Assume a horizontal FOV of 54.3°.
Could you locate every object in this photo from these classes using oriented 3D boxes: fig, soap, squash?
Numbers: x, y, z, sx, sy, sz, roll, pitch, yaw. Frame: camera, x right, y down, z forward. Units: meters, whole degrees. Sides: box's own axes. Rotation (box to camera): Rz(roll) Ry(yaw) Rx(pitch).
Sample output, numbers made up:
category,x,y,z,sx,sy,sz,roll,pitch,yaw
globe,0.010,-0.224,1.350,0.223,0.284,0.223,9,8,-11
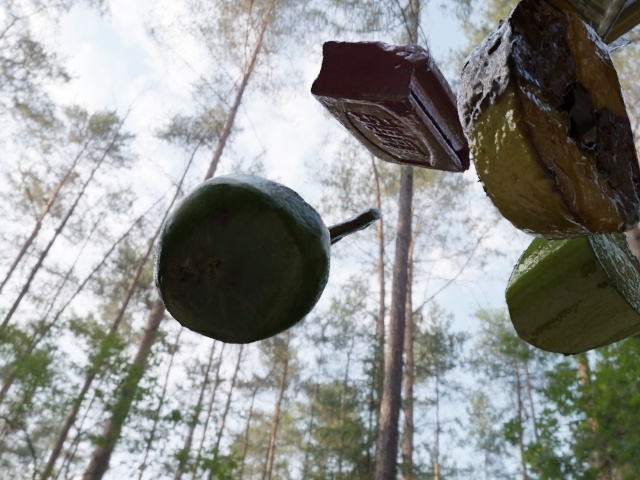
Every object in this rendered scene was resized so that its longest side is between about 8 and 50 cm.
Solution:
category,x,y,z,sx,sy,sz,roll,pitch,yaw
fig,-0.083,0.012,0.776,0.203,0.235,0.203,1,-81,6
soap,0.167,-0.275,1.316,0.233,0.128,0.359,13,-10,33
squash,0.404,0.062,1.003,0.204,0.236,0.155,-7,-22,-45

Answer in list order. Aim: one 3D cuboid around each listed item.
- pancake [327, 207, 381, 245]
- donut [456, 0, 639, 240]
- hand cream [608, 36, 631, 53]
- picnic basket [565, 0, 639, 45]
category,x,y,z,sx,sy,sz,roll,pitch,yaw
pancake,0.000,0.000,1.460,0.294,0.294,0.049,-27,-88,28
donut,0.170,-0.086,0.467,0.166,0.184,0.073,-10,-9,-42
hand cream,0.510,-0.379,1.157,0.085,0.331,0.058,-30,-99,32
picnic basket,0.323,-0.373,0.592,0.228,0.175,0.313,-35,-20,-15
